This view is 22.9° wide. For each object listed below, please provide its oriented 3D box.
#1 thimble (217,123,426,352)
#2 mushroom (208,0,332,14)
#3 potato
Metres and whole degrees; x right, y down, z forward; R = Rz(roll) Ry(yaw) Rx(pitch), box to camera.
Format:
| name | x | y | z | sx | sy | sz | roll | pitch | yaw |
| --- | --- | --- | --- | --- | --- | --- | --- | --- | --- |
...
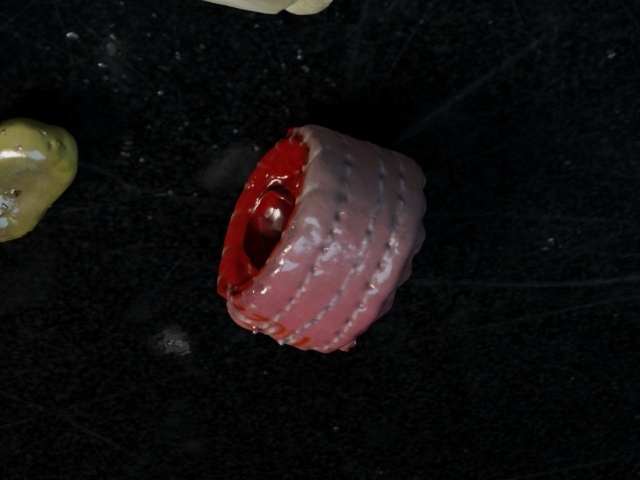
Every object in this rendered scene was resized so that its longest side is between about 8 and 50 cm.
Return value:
| name | x | y | z | sx | sy | sz | roll | pitch | yaw |
| --- | --- | --- | --- | --- | --- | --- | --- | --- | --- |
| thimble | 0.002 | -0.007 | 1.389 | 0.125 | 0.163 | 0.189 | 20 | 120 | -23 |
| mushroom | -0.061 | -0.326 | 1.073 | 0.224 | 0.313 | 0.397 | 16 | 170 | 13 |
| potato | -0.265 | -0.056 | 1.368 | 0.092 | 0.070 | 0.138 | 30 | 121 | -28 |
